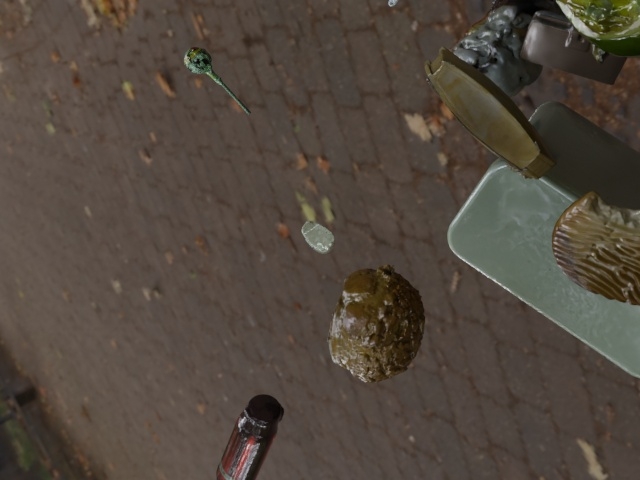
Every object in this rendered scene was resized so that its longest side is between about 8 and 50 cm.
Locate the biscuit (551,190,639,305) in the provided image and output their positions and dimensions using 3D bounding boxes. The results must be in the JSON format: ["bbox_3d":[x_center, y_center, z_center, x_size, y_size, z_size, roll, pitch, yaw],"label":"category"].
[{"bbox_3d":[0.374,0.025,1.135,0.228,0.031,0.176,23,150,-10],"label":"biscuit"}]

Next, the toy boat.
[{"bbox_3d":[0.209,-0.159,1.176,0.206,0.072,0.064,48,113,6],"label":"toy boat"}]

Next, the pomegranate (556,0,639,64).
[{"bbox_3d":[0.425,-0.372,1.143,0.341,0.260,0.260,-48,65,26],"label":"pomegranate"}]

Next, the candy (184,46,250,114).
[{"bbox_3d":[-0.098,-0.150,0.907,0.083,0.023,0.025,48,-166,-10],"label":"candy"}]

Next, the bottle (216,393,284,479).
[{"bbox_3d":[-0.091,0.265,1.242,0.060,0.060,0.164,50,138,28],"label":"bottle"}]

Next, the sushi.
[{"bbox_3d":[0.325,-0.344,1.541,0.124,0.332,0.130,45,169,-33],"label":"sushi"}]

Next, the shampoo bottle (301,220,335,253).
[{"bbox_3d":[0.000,0.000,1.382,0.049,0.034,0.141,28,176,6],"label":"shampoo bottle"}]

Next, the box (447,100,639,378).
[{"bbox_3d":[0.400,-0.021,1.392,0.352,0.344,0.177,34,122,5],"label":"box"}]

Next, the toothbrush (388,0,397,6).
[{"bbox_3d":[0.115,-0.327,1.154,0.011,0.013,0.131,34,145,-6],"label":"toothbrush"}]

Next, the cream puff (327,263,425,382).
[{"bbox_3d":[0.074,0.104,1.152,0.103,0.144,0.126,6,149,29],"label":"cream puff"}]

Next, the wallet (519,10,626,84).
[{"bbox_3d":[0.379,-0.288,1.411,0.152,0.039,0.118,20,161,6],"label":"wallet"}]
